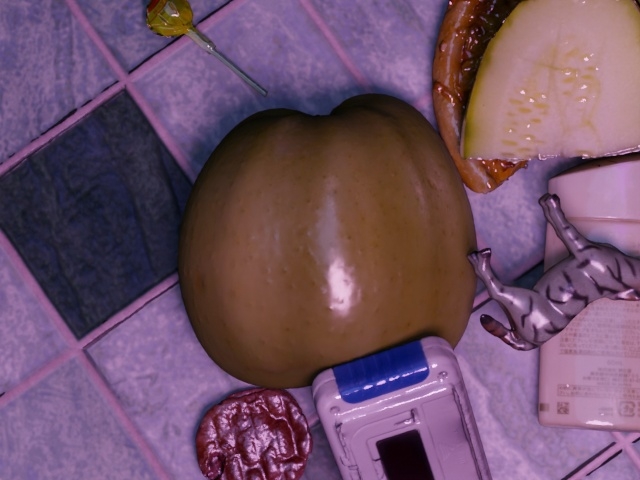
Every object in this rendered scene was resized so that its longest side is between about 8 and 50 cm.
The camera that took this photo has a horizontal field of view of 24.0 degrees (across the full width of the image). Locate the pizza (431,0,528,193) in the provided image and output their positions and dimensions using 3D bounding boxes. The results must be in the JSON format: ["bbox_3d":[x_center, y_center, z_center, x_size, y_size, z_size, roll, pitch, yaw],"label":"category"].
[{"bbox_3d":[0.255,-0.218,1.903,0.226,0.086,0.336,7,84,6],"label":"pizza"}]

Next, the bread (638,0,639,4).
[{"bbox_3d":[0.507,-0.345,1.771,0.348,0.348,0.308,-39,86,-1],"label":"bread"}]

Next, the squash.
[{"bbox_3d":[0.277,-0.202,1.778,0.236,0.155,0.204,-3,86,6],"label":"squash"}]

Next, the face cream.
[{"bbox_3d":[0.361,0.062,1.870,0.173,0.081,0.349,2,85,2],"label":"face cream"}]

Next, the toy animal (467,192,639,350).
[{"bbox_3d":[0.299,0.023,1.793,0.255,0.090,0.170,-20,89,4],"label":"toy animal"}]

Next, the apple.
[{"bbox_3d":[0.000,0.000,1.875,0.320,0.311,0.360,-5,92,-38],"label":"apple"}]

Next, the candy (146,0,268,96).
[{"bbox_3d":[-0.145,-0.249,1.953,0.194,0.062,0.058,40,44,-2],"label":"candy"}]

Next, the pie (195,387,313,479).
[{"bbox_3d":[-0.083,0.258,1.902,0.153,0.038,0.154,0,84,0],"label":"pie"}]

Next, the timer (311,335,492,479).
[{"bbox_3d":[0.103,0.244,1.805,0.178,0.078,0.253,-19,125,1],"label":"timer"}]
